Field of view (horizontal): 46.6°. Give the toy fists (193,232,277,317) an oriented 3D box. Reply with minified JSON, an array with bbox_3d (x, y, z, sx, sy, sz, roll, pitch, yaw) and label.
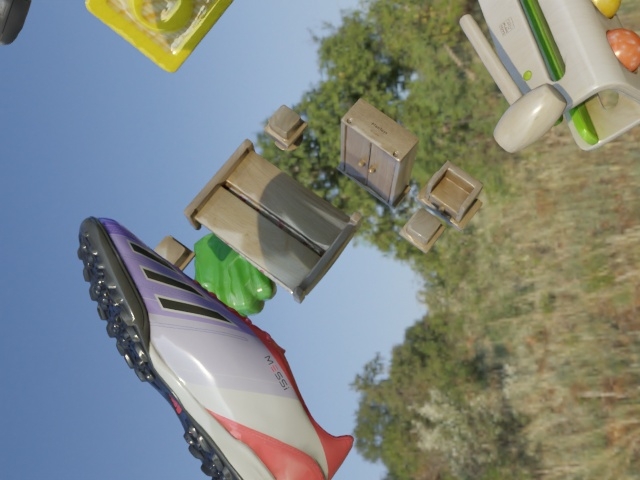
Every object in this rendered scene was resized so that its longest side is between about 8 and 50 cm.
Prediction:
[{"bbox_3d":[-0.195,0.088,1.138,0.096,0.279,0.142,49,-154,-55],"label":"toy fists"}]

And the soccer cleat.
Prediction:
[{"bbox_3d":[-0.101,0.099,0.668,0.318,0.116,0.108,53,152,10],"label":"soccer cleat"}]

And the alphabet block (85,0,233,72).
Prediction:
[{"bbox_3d":[-0.280,-0.452,1.340,0.193,0.192,0.197,35,-159,-22],"label":"alphabet block"}]

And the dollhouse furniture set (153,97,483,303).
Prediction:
[{"bbox_3d":[0.000,0.000,1.051,0.355,0.303,0.174,-50,-13,-14],"label":"dollhouse furniture set"}]

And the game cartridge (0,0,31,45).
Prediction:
[{"bbox_3d":[-0.374,-0.365,0.820,0.060,0.196,0.294,26,-99,-67],"label":"game cartridge"}]

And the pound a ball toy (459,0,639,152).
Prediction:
[{"bbox_3d":[0.267,-0.244,0.847,0.208,0.136,0.319,12,-124,-40],"label":"pound a ball toy"}]
